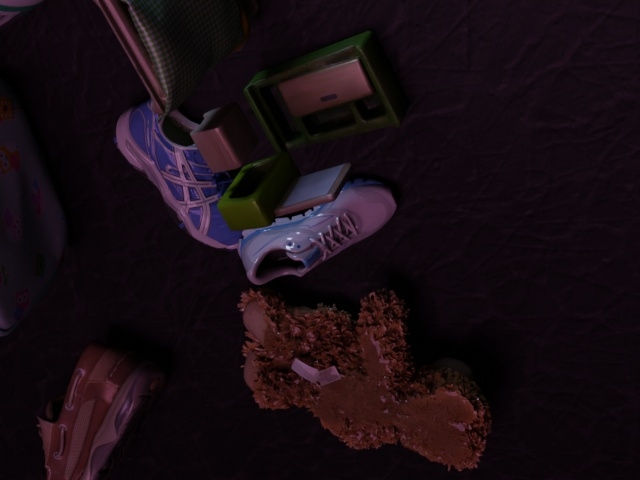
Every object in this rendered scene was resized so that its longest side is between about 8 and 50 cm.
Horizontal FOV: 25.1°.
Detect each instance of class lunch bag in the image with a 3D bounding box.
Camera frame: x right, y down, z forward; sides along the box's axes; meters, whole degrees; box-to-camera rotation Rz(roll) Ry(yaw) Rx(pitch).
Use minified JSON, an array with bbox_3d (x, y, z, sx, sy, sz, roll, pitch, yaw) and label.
[{"bbox_3d":[-0.406,-0.038,1.648,0.108,0.224,0.279,-2,124,23],"label":"lunch bag"}]

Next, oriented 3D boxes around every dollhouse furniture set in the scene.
[{"bbox_3d":[-0.065,-0.189,1.412,0.151,0.197,0.301,-13,119,31],"label":"dollhouse furniture set"}]

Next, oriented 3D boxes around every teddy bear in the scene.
[{"bbox_3d":[0.050,0.154,1.691,0.338,0.113,0.245,3,118,30],"label":"teddy bear"}]

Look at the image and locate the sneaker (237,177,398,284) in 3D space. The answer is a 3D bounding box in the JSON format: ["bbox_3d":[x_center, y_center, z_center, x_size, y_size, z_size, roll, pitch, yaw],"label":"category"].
[{"bbox_3d":[0.000,0.000,1.572,0.191,0.083,0.071,-26,119,11],"label":"sneaker"}]

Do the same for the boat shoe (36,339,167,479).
[{"bbox_3d":[-0.311,0.248,1.898,0.116,0.123,0.324,35,124,5],"label":"boat shoe"}]

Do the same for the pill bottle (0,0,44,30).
[{"bbox_3d":[-0.450,-0.265,1.512,0.361,0.204,0.204,-25,112,34],"label":"pill bottle"}]

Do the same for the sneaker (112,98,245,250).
[{"bbox_3d":[-0.138,-0.072,1.605,0.211,0.080,0.081,45,132,-14],"label":"sneaker"}]
